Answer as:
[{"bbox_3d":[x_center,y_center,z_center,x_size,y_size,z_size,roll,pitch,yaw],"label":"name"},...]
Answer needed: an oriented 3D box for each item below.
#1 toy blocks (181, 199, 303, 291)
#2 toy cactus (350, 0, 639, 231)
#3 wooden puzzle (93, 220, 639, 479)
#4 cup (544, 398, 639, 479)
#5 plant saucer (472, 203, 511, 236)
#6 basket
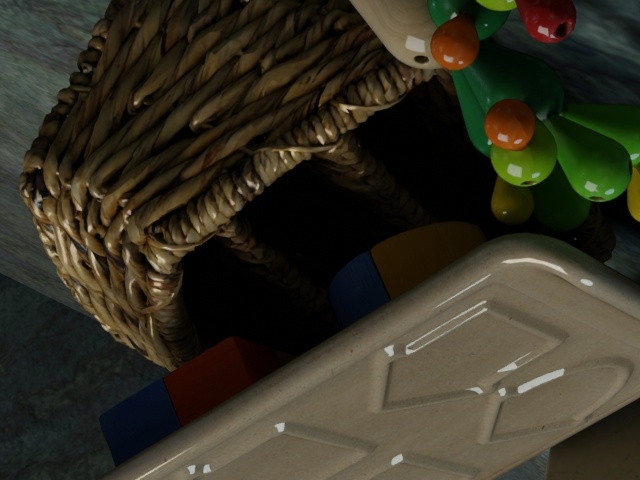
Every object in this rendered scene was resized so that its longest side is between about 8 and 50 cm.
[{"bbox_3d":[-0.050,0.070,1.533,0.381,0.191,0.261,58,-172,33],"label":"toy blocks"},{"bbox_3d":[0.082,-0.089,0.895,0.180,0.112,0.219,44,180,29],"label":"toy cactus"},{"bbox_3d":[0.039,0.088,1.103,0.322,0.348,0.080,24,-137,-60],"label":"wooden puzzle"},{"bbox_3d":[0.298,0.228,1.308,0.237,0.331,0.331,2,159,23],"label":"cup"},{"bbox_3d":[0.091,0.013,1.432,0.278,0.041,0.278,26,169,5],"label":"plant saucer"},{"bbox_3d":[0.000,0.000,1.131,0.223,0.213,0.299,22,168,31],"label":"basket"}]
